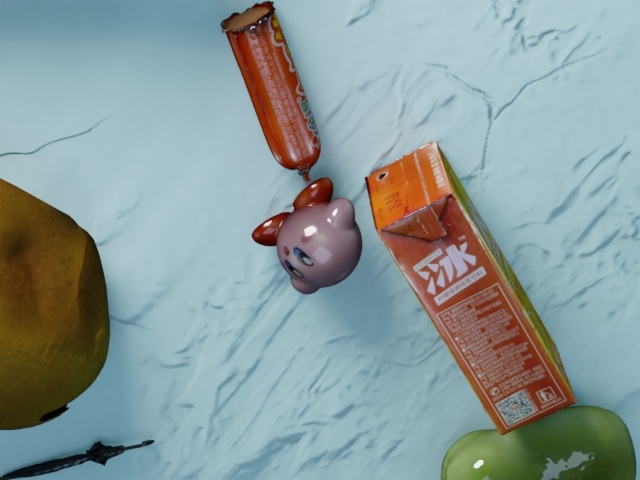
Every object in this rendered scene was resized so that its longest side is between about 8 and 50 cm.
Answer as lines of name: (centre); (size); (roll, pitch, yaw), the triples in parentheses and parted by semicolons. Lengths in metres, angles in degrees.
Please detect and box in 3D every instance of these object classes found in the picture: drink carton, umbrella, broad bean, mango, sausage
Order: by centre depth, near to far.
sausage: (-0.031, -0.106, 1.225); (0.048, 0.050, 0.145); (-38, 122, -32)
mango: (-0.260, 0.055, 1.237); (0.136, 0.166, 0.236); (-4, 154, 45)
drink carton: (0.118, 0.040, 1.286); (0.071, 0.096, 0.223); (-27, 117, 10)
umbrella: (-0.212, 0.188, 1.378); (0.148, 0.022, 0.022); (-15, 91, 3)
broad bean: (0.183, 0.207, 1.387); (0.174, 0.082, 0.124); (-7, 116, 0)

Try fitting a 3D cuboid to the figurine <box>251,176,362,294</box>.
figurine: (0.000, 0.000, 1.271); (0.083, 0.071, 0.067); (-46, 157, 30)
